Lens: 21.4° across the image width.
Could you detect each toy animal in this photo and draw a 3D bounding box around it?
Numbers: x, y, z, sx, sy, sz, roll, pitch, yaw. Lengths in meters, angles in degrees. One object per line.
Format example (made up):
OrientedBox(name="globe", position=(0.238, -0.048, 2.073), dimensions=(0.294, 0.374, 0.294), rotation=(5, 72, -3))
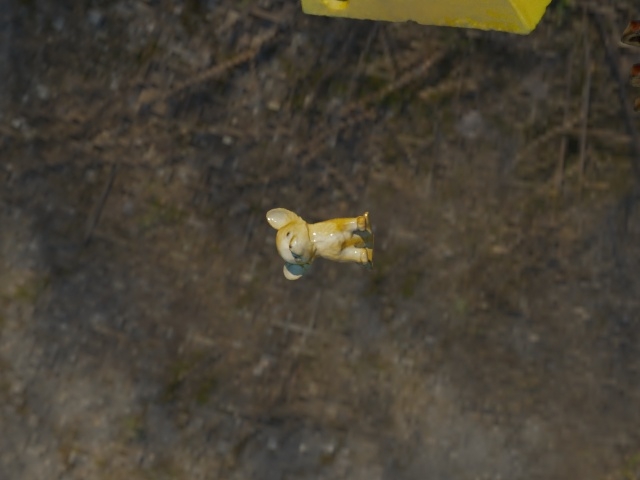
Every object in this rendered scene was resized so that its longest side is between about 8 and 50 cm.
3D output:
OrientedBox(name="toy animal", position=(0.000, 0.000, 1.374), dimensions=(0.083, 0.081, 0.060), rotation=(-3, 101, 7))

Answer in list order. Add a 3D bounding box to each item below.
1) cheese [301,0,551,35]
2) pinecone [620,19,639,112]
OrientedBox(name="cheese", position=(0.042, -0.194, 0.787), dimensions=(0.126, 0.093, 0.171), rotation=(8, 137, 26))
OrientedBox(name="pinecone", position=(0.297, -0.103, 0.987), dimensions=(0.264, 0.264, 0.264), rotation=(6, 133, 7))
